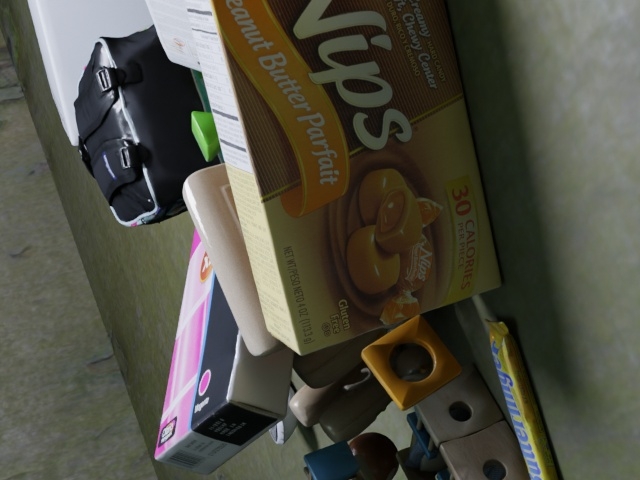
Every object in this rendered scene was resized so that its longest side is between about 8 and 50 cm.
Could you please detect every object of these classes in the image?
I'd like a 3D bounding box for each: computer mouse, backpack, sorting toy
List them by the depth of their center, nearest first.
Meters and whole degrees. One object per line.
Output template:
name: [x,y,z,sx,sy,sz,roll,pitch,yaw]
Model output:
sorting toy: [0.000,0.000,1.335,0.047,0.196,0.347,100,149,-63]
backpack: [-0.196,-0.135,1.832,0.253,0.191,0.225,-27,81,64]
computer mouse: [-0.063,0.194,2.021,0.193,0.042,0.106,-118,23,-49]

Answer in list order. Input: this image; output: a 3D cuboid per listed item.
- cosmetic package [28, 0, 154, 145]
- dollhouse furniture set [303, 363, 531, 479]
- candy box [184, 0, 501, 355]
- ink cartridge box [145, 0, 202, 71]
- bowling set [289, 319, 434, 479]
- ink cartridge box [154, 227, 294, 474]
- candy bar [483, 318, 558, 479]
cosmetic package: [-0.309,-0.378,1.974,0.230,0.162,0.453,-128,25,-64]
dollhouse furniture set: [0.074,0.221,1.345,0.129,0.184,0.129,94,152,-53]
candy box: [0.018,-0.089,1.204,0.087,0.183,0.316,-155,49,-67]
ink cartridge box: [-0.107,-0.229,1.603,0.145,0.045,0.179,21,160,17]
bowling set: [0.043,0.120,1.483,0.200,0.154,0.287,58,167,-19]
ink cartridge box: [-0.069,0.020,1.440,0.176,0.069,0.370,-43,32,53]
candy bar: [0.166,0.140,1.257,0.040,0.018,0.161,171,82,-74]
